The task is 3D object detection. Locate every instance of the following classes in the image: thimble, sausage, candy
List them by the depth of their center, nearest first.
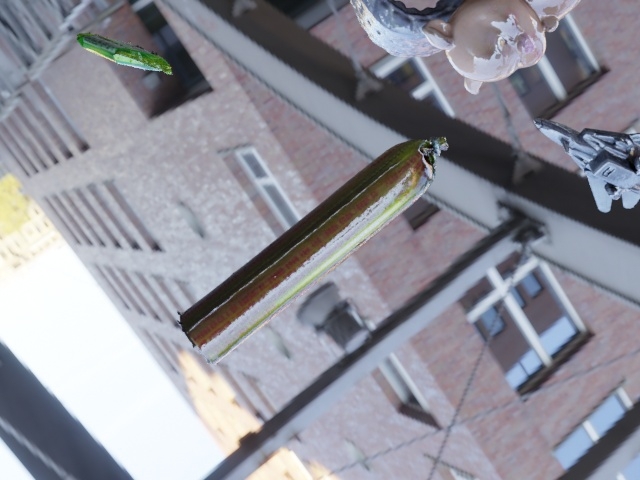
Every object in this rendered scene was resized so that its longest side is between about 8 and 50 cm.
[{"bbox_3d":[0.000,0.000,1.113,0.371,0.082,0.082,-38,-166,1],"label":"sausage"},{"bbox_3d":[0.142,-0.420,1.584,0.205,0.236,0.172,-53,179,-8],"label":"thimble"},{"bbox_3d":[-0.326,-0.309,1.591,0.102,0.032,0.178,4,-163,-38],"label":"candy"}]

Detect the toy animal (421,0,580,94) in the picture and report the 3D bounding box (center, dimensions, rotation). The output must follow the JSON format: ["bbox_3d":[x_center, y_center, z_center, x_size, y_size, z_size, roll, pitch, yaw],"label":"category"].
[{"bbox_3d":[0.284,-0.344,1.434,0.250,0.166,0.154,-46,-154,2],"label":"toy animal"}]

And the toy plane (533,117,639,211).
[{"bbox_3d":[0.460,-0.138,1.585,0.212,0.267,0.088,-50,-145,38],"label":"toy plane"}]
